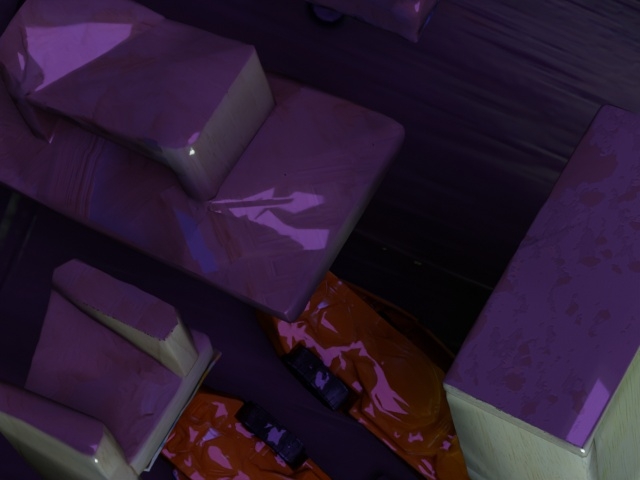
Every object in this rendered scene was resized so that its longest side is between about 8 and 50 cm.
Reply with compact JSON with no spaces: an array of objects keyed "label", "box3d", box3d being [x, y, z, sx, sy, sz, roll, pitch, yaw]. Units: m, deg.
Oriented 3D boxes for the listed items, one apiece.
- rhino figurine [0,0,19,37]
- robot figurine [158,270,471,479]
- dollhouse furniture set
[{"label":"rhino figurine","box3d":[-0.212,-0.127,1.060,0.106,0.073,0.243,22,88,-12]},{"label":"robot figurine","box3d":[0.042,0.147,1.132,0.291,0.085,0.211,44,81,-12]},{"label":"dollhouse furniture set","box3d":[0.000,0.000,1.015,0.394,0.256,0.362,25,71,20]}]
